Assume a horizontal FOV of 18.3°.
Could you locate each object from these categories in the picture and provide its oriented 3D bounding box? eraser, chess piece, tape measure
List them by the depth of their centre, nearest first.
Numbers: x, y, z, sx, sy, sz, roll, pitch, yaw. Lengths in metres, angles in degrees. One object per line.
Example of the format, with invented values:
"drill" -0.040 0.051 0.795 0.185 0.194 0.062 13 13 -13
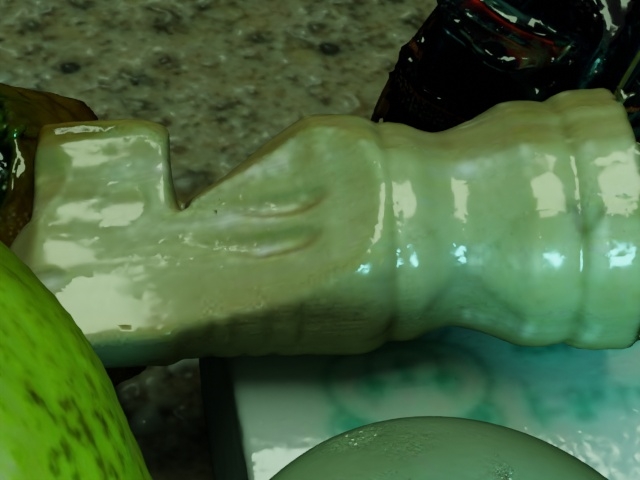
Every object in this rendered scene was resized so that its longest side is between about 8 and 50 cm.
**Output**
"chess piece" 0.000 0.000 0.943 0.300 0.137 0.137 -5 47 -6
"eraser" 0.094 0.096 1.003 0.290 0.104 0.189 -4 50 -11
"tape measure" 0.125 -0.085 1.109 0.135 0.202 0.223 32 45 18

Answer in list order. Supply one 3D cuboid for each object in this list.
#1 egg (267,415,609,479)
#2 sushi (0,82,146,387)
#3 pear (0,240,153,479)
"egg" 0.058 0.178 0.801 0.203 0.283 0.203 -11 57 18
"sushi" -0.176 -0.017 1.038 0.140 0.149 0.287 -11 54 -13
"pear" -0.222 0.151 0.734 0.391 0.391 0.391 4 46 -4
